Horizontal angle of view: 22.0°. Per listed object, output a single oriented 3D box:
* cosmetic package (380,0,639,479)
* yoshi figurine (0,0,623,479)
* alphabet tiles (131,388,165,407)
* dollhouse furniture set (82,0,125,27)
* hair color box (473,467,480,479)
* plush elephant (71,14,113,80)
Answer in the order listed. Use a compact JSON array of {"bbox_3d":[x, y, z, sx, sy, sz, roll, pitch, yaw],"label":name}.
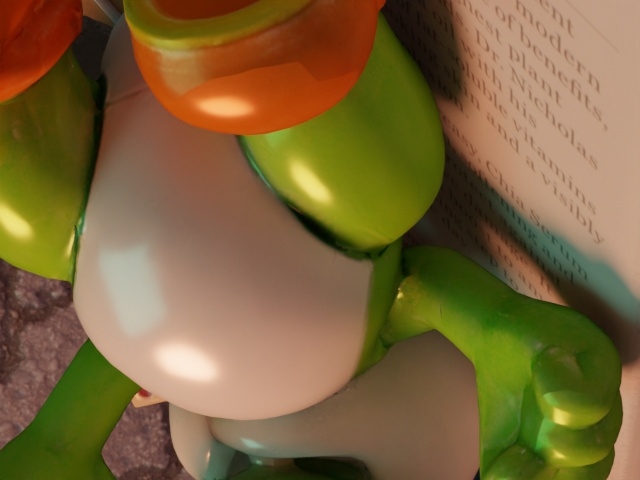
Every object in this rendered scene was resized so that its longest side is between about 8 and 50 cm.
[{"bbox_3d":[0.088,-0.098,0.517,0.230,0.161,0.453,51,168,27],"label":"cosmetic package"},{"bbox_3d":[-0.021,0.057,0.522,0.203,0.203,0.362,39,163,37],"label":"yoshi figurine"},{"bbox_3d":[-0.057,-0.001,1.180,0.011,0.285,0.343,-65,-44,-59],"label":"alphabet tiles"},{"bbox_3d":[-0.105,-0.091,1.281,0.374,0.201,0.152,48,-177,-13],"label":"dollhouse furniture set"},{"bbox_3d":[0.152,0.204,1.229,0.174,0.105,0.347,60,168,-19],"label":"hair color box"},{"bbox_3d":[0.000,0.000,0.896,0.330,0.272,0.255,32,138,7],"label":"plush elephant"}]
